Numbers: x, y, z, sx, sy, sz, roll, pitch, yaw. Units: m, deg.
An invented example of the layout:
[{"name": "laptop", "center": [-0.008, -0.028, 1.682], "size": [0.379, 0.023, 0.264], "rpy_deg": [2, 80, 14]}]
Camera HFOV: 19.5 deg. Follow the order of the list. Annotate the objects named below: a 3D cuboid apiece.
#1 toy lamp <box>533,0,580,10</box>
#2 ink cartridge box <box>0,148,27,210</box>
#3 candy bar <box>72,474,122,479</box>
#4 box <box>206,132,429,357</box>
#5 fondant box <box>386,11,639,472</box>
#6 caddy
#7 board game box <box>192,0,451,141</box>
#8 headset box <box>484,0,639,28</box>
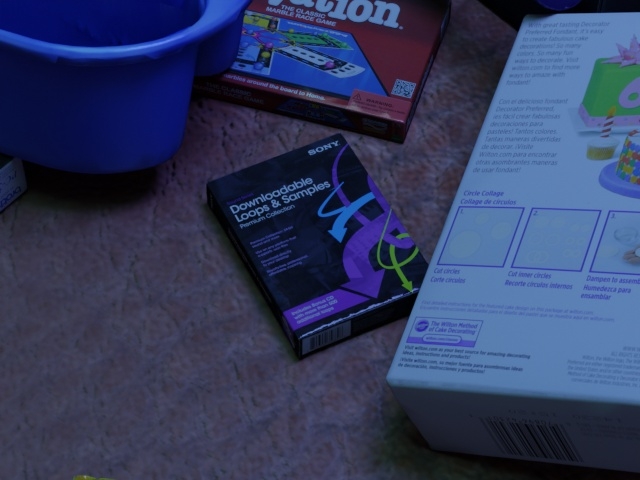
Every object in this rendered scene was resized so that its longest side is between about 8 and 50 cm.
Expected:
[{"name": "toy lamp", "center": [0.097, -0.234, 1.460], "size": [0.080, 0.080, 0.275], "rpy_deg": [-36, 31, -25]}, {"name": "ink cartridge box", "center": [-0.324, -0.013, 1.369], "size": [0.097, 0.046, 0.207], "rpy_deg": [33, 59, 24]}, {"name": "candy bar", "center": [-0.089, 0.181, 1.239], "size": [0.161, 0.018, 0.040], "rpy_deg": [5, 56, 3]}, {"name": "box", "center": [0.000, 0.000, 1.373], "size": [0.116, 0.029, 0.162], "rpy_deg": [-22, 54, -16]}, {"name": "fondant box", "center": [0.213, -0.007, 1.269], "size": [0.238, 0.096, 0.330], "rpy_deg": [3, 56, 31]}, {"name": "caddy", "center": [-0.208, -0.200, 1.385], "size": [0.341, 0.179, 0.241], "rpy_deg": [16, 47, 12]}, {"name": "board game box", "center": [-0.048, -0.170, 1.506], "size": [0.281, 0.027, 0.145], "rpy_deg": [14, 52, 10]}, {"name": "headset box", "center": [0.183, -0.301, 1.472], "size": [0.131, 0.246, 0.283], "rpy_deg": [-34, 61, -25]}]
